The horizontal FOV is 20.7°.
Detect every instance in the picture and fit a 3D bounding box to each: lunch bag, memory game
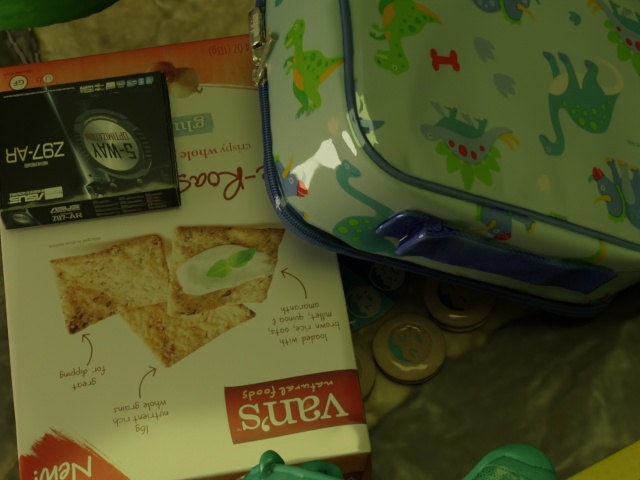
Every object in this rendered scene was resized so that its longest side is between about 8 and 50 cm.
[{"bbox_3d":[0.073,-0.060,0.835,0.219,0.090,0.176,14,57,-32],"label":"lunch bag"},{"bbox_3d":[0.000,0.000,0.891,0.186,0.012,0.186,0,62,0],"label":"memory game"}]

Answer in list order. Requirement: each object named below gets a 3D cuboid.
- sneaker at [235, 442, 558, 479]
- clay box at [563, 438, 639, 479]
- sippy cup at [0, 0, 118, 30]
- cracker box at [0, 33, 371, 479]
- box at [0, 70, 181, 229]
[{"bbox_3d":[-0.022,0.146,0.732,0.275,0.107,0.110,-9,61,18],"label":"sneaker"},{"bbox_3d":[0.133,0.168,0.780,0.222,0.053,0.127,-27,65,-14],"label":"clay box"},{"bbox_3d":[-0.192,-0.267,0.926,0.224,0.240,0.305,-21,107,-23],"label":"sippy cup"},{"bbox_3d":[-0.070,0.018,0.836,0.156,0.067,0.232,-9,63,-4],"label":"cracker box"},{"bbox_3d":[-0.110,-0.043,0.820,0.083,0.018,0.067,-7,61,-2],"label":"box"}]
